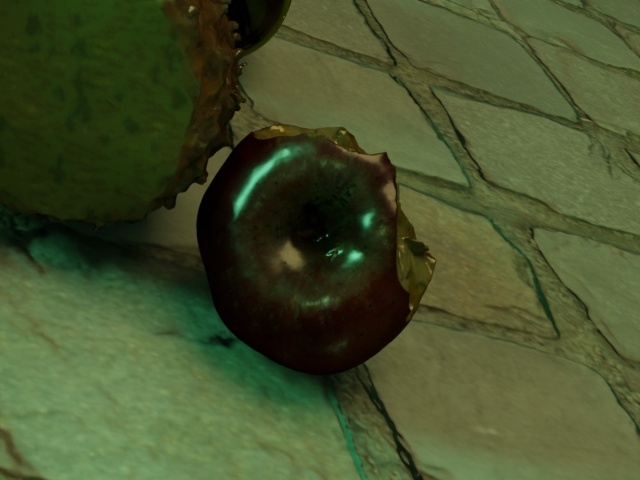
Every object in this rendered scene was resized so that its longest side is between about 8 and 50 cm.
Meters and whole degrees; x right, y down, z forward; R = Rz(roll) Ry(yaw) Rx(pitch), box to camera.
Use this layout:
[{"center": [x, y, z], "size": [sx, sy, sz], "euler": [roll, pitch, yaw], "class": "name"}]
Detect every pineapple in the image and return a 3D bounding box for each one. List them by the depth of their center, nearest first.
[{"center": [-0.139, -0.133, 0.934], "size": [0.202, 0.202, 0.362], "euler": [27, 16, -4], "class": "pineapple"}]

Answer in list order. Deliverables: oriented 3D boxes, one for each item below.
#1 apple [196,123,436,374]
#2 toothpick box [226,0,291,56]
[{"center": [-0.004, 0.005, 0.862], "size": [0.156, 0.147, 0.158], "euler": [43, 1, 6], "class": "apple"}, {"center": [-0.107, -0.282, 1.250], "size": [0.175, 0.175, 0.271], "euler": [18, 30, -20], "class": "toothpick box"}]
